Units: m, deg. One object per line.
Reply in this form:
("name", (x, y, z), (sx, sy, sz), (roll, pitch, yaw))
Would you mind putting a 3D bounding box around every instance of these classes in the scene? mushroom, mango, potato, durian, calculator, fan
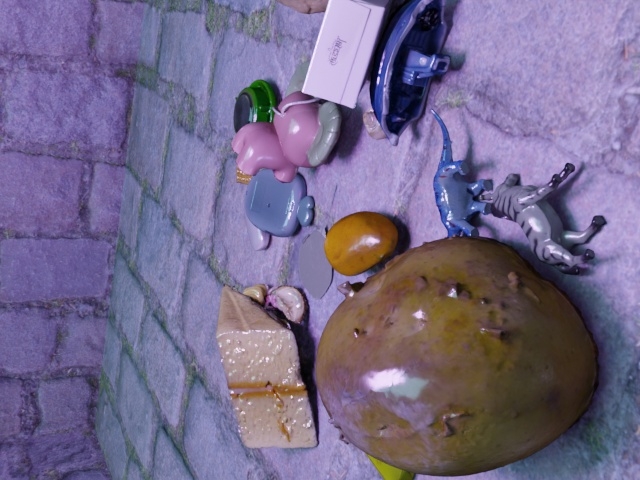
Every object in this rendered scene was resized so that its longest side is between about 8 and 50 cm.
("mushroom", (0.126, -0.261, 1.469), (0.083, 0.067, 0.084), (179, 90, -66))
("mango", (0.090, 0.008, 1.490), (0.227, 0.109, 0.147), (0, 65, 59))
("potato", (0.173, 0.193, 1.096), (0.442, 0.319, 0.385), (-20, 82, 48))
("durian", (-0.071, 0.163, 1.792), (0.130, 0.066, 0.052), (55, 137, 30))
("calculator", (-0.119, -0.106, 1.860), (0.299, 0.041, 0.185), (21, 99, 49))
("fan", (0.001, 0.000, 1.724), (0.182, 0.010, 0.310), (46, 130, 49))

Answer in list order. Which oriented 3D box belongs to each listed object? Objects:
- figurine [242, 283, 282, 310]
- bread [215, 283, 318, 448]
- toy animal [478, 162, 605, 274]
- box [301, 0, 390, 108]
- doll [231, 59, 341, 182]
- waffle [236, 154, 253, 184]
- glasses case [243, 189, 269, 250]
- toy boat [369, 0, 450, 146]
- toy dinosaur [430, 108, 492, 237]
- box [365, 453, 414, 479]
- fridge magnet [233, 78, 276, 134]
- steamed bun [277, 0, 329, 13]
("figurine", (-0.146, 0.159, 1.912), (0.187, 0.083, 0.083), (16, 103, 50))
("bread", (-0.151, 0.326, 1.884), (0.405, 0.242, 0.346), (-88, -12, -72))
("toy animal", (0.352, -0.033, 1.095), (0.176, 0.073, 0.217), (-50, 53, 54))
("box", (0.062, -0.415, 1.407), (0.274, 0.116, 0.203), (-69, -3, -62))
("doll", (-0.061, -0.276, 1.640), (0.268, 0.216, 0.284), (-54, 44, 35))
("waffle", (-0.227, -0.218, 2.093), (0.135, 0.021, 0.092), (14, 102, 58))
("glasses case", (-0.189, -0.066, 2.001), (0.076, 0.049, 0.197), (-35, 60, 51))
("toy boat", (0.181, -0.334, 1.322), (0.142, 0.129, 0.309), (41, 124, 44))
("toy dinosaur", (0.255, -0.079, 1.251), (0.144, 0.076, 0.329), (15, 113, 58))
("box", (0.167, 0.336, 1.416), (0.187, 0.047, 0.335), (45, 128, 49))
("fridge magnet", (-0.191, -0.364, 1.969), (0.208, 0.088, 0.208), (0, 90, 59))
("steamed bun", (-0.037, -0.732, 1.597), (0.325, 0.230, 0.372), (32, 115, 51))
